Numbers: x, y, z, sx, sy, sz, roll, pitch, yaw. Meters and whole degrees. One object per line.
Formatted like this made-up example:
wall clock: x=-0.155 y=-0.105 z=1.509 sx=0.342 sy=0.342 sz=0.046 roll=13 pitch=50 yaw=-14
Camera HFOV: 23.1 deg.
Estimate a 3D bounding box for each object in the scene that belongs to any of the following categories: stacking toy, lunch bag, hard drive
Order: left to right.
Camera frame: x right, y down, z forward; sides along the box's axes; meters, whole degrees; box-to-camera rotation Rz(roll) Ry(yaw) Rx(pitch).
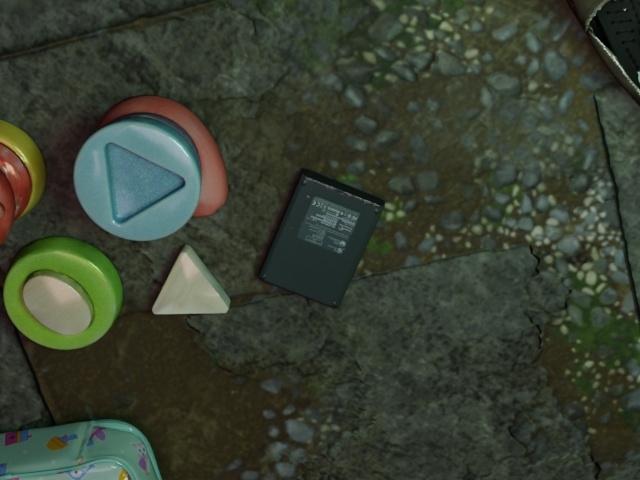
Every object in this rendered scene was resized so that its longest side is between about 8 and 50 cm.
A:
lunch bag: x=-0.314 y=0.330 z=1.805 sx=0.279 sy=0.108 sz=0.224 roll=-11 pitch=117 yaw=11
stacking toy: x=-0.247 y=0.004 z=1.631 sx=0.309 sy=0.130 sz=0.279 roll=-11 pitch=114 yaw=10
hard drive: x=0.000 y=0.000 z=1.667 sx=0.094 sy=0.022 sz=0.135 roll=21 pitch=115 yaw=-5

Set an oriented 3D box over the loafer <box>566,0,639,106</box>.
loafer: x=0.277 y=-0.266 z=1.456 sx=0.134 sy=0.130 sz=0.366 roll=-32 pitch=109 yaw=18
